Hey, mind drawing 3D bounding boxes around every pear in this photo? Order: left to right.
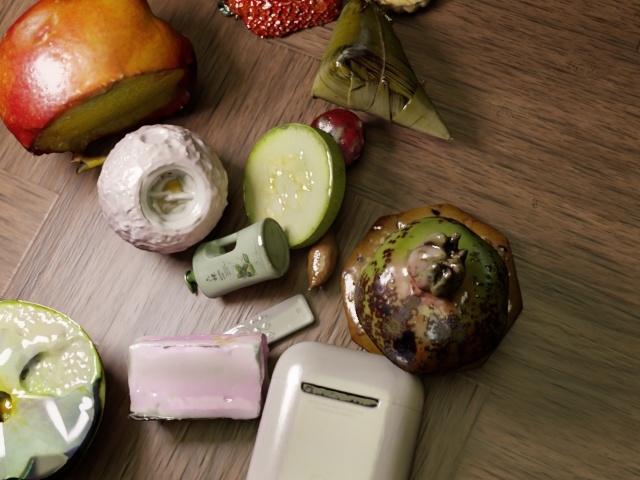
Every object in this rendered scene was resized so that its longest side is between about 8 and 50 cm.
[{"bbox_3d":[-0.582,0.313,1.842,0.398,0.165,0.399,-3,72,9],"label":"pear"}]

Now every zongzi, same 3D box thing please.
[{"bbox_3d":[0.155,-0.349,1.950,0.299,0.145,0.274,23,51,-6],"label":"zongzi"}]

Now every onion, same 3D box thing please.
[{"bbox_3d":[0.031,-0.206,1.927,0.131,0.131,0.131,-3,72,9],"label":"onion"}]

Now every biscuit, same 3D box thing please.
[{"bbox_3d":[0.163,-0.539,2.044,0.183,0.061,0.118,23,79,18],"label":"biscuit"},{"bbox_3d":[0.209,0.094,1.838,0.358,0.046,0.359,-3,71,9],"label":"biscuit"}]

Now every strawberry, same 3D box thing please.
[{"bbox_3d":[-0.098,-0.540,2.066,0.285,0.106,0.188,4,74,11],"label":"strawberry"}]

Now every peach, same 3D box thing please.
[{"bbox_3d":[-0.468,-0.355,1.948,0.405,0.335,0.310,-29,74,-1],"label":"peach"}]

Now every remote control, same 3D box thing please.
[{"bbox_3d":[-0.138,0.187,1.876,0.260,0.029,0.067,-26,71,1],"label":"remote control"}]

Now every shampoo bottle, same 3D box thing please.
[{"bbox_3d":[-0.177,0.044,1.876,0.234,0.087,0.118,-20,77,31],"label":"shampoo bottle"}]

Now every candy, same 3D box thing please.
[{"bbox_3d":[-0.229,0.257,1.804,0.264,0.116,0.156,-3,91,9],"label":"candy"}]

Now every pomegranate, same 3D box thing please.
[{"bbox_3d":[0.198,0.085,1.637,0.284,0.341,0.285,-1,71,4],"label":"pomegranate"}]

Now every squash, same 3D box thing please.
[{"bbox_3d":[-0.059,-0.107,1.887,0.252,0.048,0.252,-5,82,39],"label":"squash"}]

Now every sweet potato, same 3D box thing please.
[{"bbox_3d":[0.006,0.002,1.896,0.068,0.068,0.226,-3,62,9],"label":"sweet potato"}]

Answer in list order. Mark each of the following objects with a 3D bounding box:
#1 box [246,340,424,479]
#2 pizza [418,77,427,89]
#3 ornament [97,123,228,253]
[{"bbox_3d":[0.026,0.368,1.729,0.288,0.141,0.349,11,74,14],"label":"box"},{"bbox_3d":[0.172,-0.291,1.977,0.099,0.029,0.100,-1,71,11],"label":"pizza"},{"bbox_3d":[-0.313,-0.105,1.891,0.259,0.225,0.260,-4,102,-21],"label":"ornament"}]
